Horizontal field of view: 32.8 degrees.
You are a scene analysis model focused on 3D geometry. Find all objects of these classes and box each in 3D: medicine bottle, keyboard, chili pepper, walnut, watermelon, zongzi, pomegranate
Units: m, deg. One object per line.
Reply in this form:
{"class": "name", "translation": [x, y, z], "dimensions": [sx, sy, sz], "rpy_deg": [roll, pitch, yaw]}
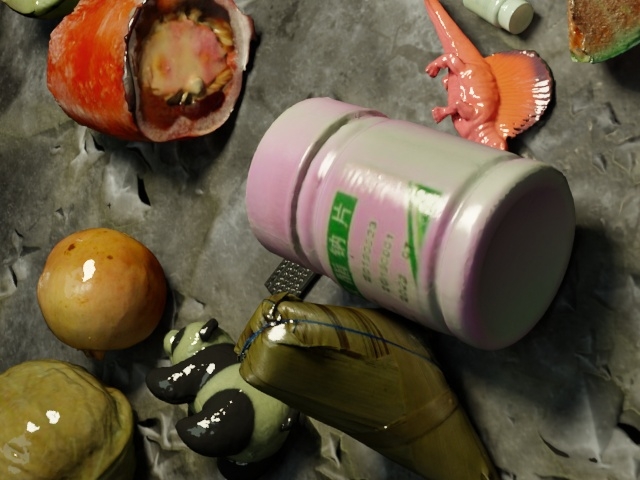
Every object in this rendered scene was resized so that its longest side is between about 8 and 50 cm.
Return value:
{"class": "medicine bottle", "translation": [0.096, -0.027, 1.223], "dimensions": [0.325, 0.212, 0.212], "rpy_deg": [23, 93, 38]}
{"class": "keyboard", "translation": [0.000, 0.000, 1.431], "dimensions": [0.204, 0.013, 0.061], "rpy_deg": [-52, 52, 15]}
{"class": "chili pepper", "translation": [-0.280, -0.279, 1.607], "dimensions": [0.305, 0.229, 0.251], "rpy_deg": [17, 105, 41]}
{"class": "walnut", "translation": [-0.389, 0.289, 1.532], "dimensions": [0.283, 0.227, 0.283], "rpy_deg": [-18, 34, 13]}
{"class": "watermelon", "translation": [0.344, -0.301, 1.189], "dimensions": [0.146, 0.128, 0.231], "rpy_deg": [0, 90, 11]}
{"class": "medicine bottle", "translation": [0.214, -0.285, 1.313], "dimensions": [0.083, 0.047, 0.047], "rpy_deg": [42, 105, 38]}
{"class": "zongzi", "translation": [0.062, 0.192, 1.168], "dimensions": [0.123, 0.260, 0.289], "rpy_deg": [-51, 50, 27]}
{"class": "pomegranate", "translation": [-0.317, 0.074, 1.561], "dimensions": [0.191, 0.191, 0.191], "rpy_deg": [-12, 70, 37]}

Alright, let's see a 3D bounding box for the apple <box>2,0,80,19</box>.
{"class": "apple", "translation": [-0.457, -0.477, 1.844], "dimensions": [0.188, 0.174, 0.207], "rpy_deg": [-19, 62, 13]}

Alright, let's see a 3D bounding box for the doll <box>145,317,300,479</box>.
{"class": "doll", "translation": [-0.129, 0.202, 1.409], "dimensions": [0.135, 0.143, 0.234], "rpy_deg": [-42, 50, -6]}

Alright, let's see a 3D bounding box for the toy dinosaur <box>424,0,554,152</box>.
{"class": "toy dinosaur", "translation": [0.202, -0.209, 1.302], "dimensions": [0.139, 0.070, 0.286], "rpy_deg": [-18, 63, 24]}
